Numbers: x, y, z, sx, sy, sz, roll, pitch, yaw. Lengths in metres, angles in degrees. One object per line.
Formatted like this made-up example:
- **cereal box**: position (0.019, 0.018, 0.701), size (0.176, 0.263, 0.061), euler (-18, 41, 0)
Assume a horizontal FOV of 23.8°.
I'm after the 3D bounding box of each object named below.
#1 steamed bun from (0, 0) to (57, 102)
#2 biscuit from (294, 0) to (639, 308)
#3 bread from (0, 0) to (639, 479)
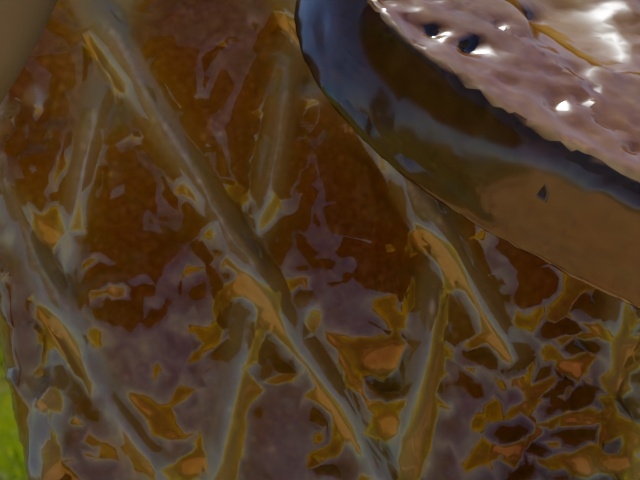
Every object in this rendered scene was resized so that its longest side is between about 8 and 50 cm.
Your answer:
- **steamed bun**: position (-0.210, -0.135, 0.344), size (0.334, 0.334, 0.374), euler (-22, 33, -17)
- **biscuit**: position (0.158, -0.071, 0.584), size (0.314, 0.063, 0.367), euler (28, 35, 8)
- **bread**: position (0.000, 0.000, 0.874), size (0.371, 0.390, 0.279), euler (-11, -4, -1)
